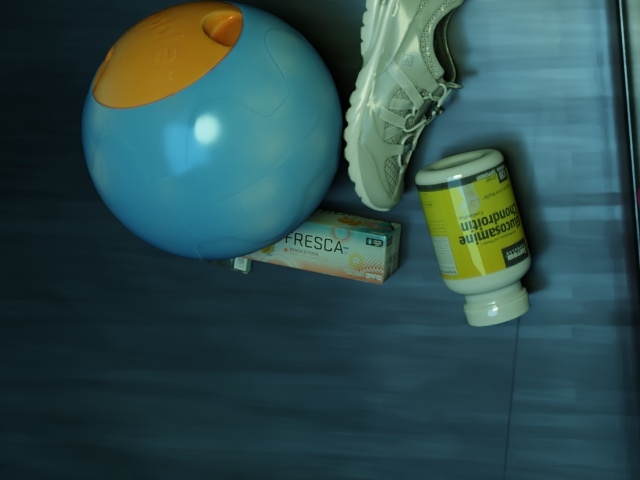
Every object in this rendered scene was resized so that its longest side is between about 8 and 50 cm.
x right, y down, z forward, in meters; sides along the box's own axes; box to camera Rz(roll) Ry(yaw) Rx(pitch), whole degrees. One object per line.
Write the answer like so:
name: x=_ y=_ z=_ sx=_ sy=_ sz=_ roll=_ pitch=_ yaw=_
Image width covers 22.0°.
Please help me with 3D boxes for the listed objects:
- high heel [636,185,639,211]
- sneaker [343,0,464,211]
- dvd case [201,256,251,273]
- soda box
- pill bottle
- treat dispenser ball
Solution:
high heel: x=0.447 y=0.105 z=1.783 sx=0.181 sy=0.127 sz=0.377 roll=14 pitch=119 yaw=49
sneaker: x=0.097 y=-0.160 z=1.821 sx=0.115 sy=0.105 sz=0.281 roll=12 pitch=113 yaw=14
dvd case: x=-0.136 y=-0.015 z=2.016 sx=0.119 sy=0.013 sz=0.087 roll=16 pitch=112 yaw=19
soda box: x=0.000 y=0.000 z=1.939 sx=0.183 sy=0.058 sz=0.063 roll=11 pitch=110 yaw=19
pill bottle: x=0.176 y=-0.003 z=1.838 sx=0.103 sy=0.103 sz=0.184 roll=-12 pitch=102 yaw=25
treat dispenser ball: x=-0.119 y=-0.121 z=1.820 sx=0.288 sy=0.288 sz=0.288 roll=7 pitch=109 yaw=21
